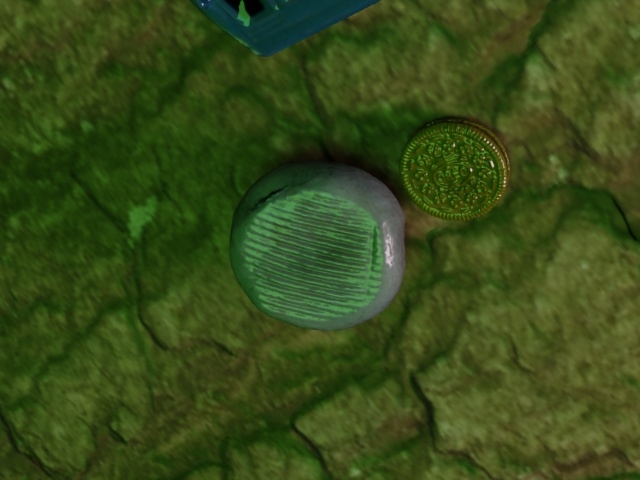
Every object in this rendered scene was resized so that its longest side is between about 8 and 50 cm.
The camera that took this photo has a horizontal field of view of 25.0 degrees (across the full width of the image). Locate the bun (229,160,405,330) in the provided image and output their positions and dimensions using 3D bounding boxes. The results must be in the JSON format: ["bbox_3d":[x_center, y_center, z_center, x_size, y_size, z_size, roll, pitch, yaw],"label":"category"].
[{"bbox_3d":[0.000,0.000,1.125,0.141,0.083,0.141,3,112,8],"label":"bun"}]

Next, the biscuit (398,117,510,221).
[{"bbox_3d":[0.102,-0.054,1.095,0.084,0.023,0.084,8,121,14],"label":"biscuit"}]

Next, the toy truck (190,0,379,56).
[{"bbox_3d":[0.061,-0.263,0.906,0.385,0.161,0.162,-23,120,26],"label":"toy truck"}]
